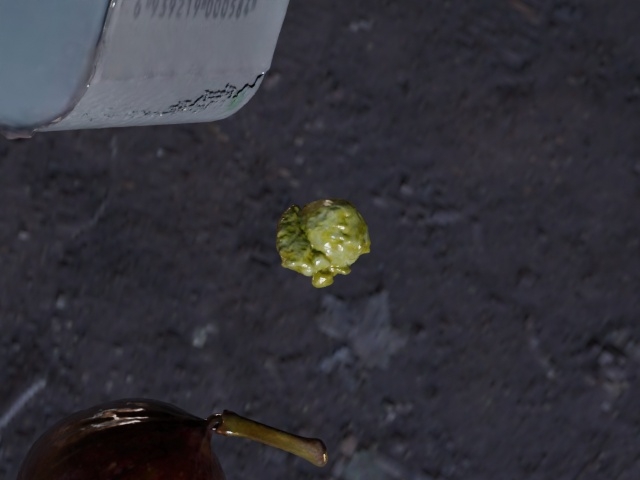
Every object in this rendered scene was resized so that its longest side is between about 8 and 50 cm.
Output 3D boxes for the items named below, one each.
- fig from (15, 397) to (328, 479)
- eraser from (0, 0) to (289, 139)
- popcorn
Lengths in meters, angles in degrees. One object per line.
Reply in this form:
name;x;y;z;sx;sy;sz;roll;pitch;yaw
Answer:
fig;-0.150;0.203;1.590;0.186;0.249;0.204;19;27;-40
eraser;-0.083;-0.137;0.902;0.081;0.174;0.227;19;10;14
popcorn;-0.001;-0.003;1.431;0.083;0.068;0.059;-16;49;-33
